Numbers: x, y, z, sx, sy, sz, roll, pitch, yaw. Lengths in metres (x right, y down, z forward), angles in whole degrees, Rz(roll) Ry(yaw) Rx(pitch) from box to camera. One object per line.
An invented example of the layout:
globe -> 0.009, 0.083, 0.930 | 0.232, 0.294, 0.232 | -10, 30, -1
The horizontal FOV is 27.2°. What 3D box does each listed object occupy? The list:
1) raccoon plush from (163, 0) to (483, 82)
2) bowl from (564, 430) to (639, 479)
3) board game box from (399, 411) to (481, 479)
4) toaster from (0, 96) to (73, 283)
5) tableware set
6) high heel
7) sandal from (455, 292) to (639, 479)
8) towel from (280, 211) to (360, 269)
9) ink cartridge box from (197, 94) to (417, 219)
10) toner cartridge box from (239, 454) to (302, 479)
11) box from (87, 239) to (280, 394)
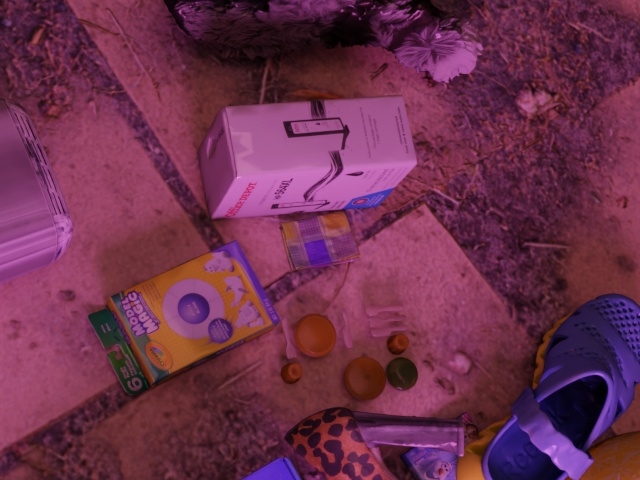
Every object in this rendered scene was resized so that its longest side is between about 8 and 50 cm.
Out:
raccoon plush -> -0.031, -0.362, 1.560 | 0.446, 0.216, 0.299 | 25, 47, -38
bowl -> 0.396, 0.330, 1.406 | 0.289, 0.156, 0.290 | 5, 69, -14
board game box -> 0.147, 0.247, 1.436 | 0.090, 0.020, 0.090 | -31, 83, -24
toaster -> -0.346, -0.039, 1.336 | 0.146, 0.129, 0.227 | -19, 76, -24
tableware set -> 0.030, 0.126, 1.446 | 0.154, 0.024, 0.104 | -6, 76, -20
high heel -> 0.050, 0.305, 1.365 | 0.186, 0.093, 0.261 | 3, 80, 1
sandal -> 0.279, 0.171, 1.432 | 0.126, 0.138, 0.317 | 40, 56, 0
towel -> 0.000, 0.000, 1.487 | 0.083, 0.009, 0.060 | -9, 75, -19
ink cartridge box -> -0.018, -0.088, 1.438 | 0.203, 0.148, 0.086 | -6, 75, -17
toner cartridge box -> -0.143, 0.359, 1.237 | 0.347, 0.075, 0.165 | -29, 82, -9
box -> -0.145, 0.082, 1.398 | 0.179, 0.043, 0.105 | -26, 79, -21
